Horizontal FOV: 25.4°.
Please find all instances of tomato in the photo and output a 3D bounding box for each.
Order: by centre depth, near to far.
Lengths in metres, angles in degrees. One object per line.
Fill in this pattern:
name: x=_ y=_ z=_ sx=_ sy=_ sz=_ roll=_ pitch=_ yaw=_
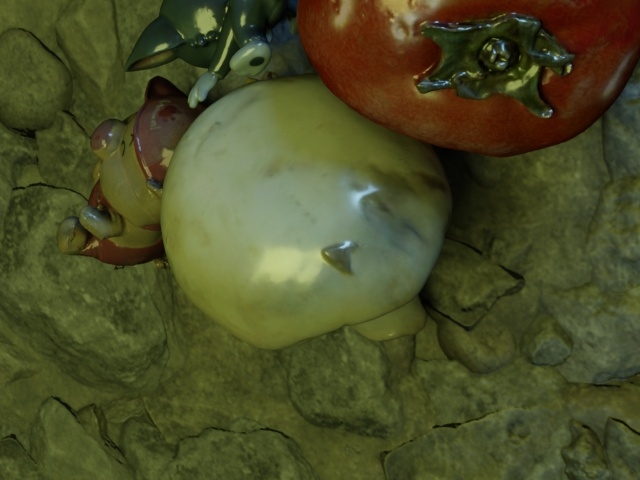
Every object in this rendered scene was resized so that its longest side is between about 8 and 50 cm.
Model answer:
tomato: x=0.146 y=-0.228 z=1.347 sx=0.325 sy=0.290 sz=0.293 roll=7 pitch=124 yaw=-11

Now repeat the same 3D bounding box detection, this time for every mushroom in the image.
mushroom: x=0.000 y=0.000 z=1.505 sx=0.314 sy=0.314 sz=0.336 roll=7 pitch=152 yaw=28

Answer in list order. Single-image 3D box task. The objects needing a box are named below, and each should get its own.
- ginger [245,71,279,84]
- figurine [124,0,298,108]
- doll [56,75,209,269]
ginger: x=-0.045 y=-0.084 z=1.650 sx=0.137 sy=0.074 sz=0.213 roll=21 pitch=111 yaw=13
figurine: x=-0.102 y=-0.237 z=1.503 sx=0.140 sy=0.265 sz=0.193 roll=37 pitch=78 yaw=-4
doll: x=-0.206 y=-0.080 z=1.681 sx=0.256 sy=0.152 sz=0.196 roll=-43 pitch=51 yaw=45
